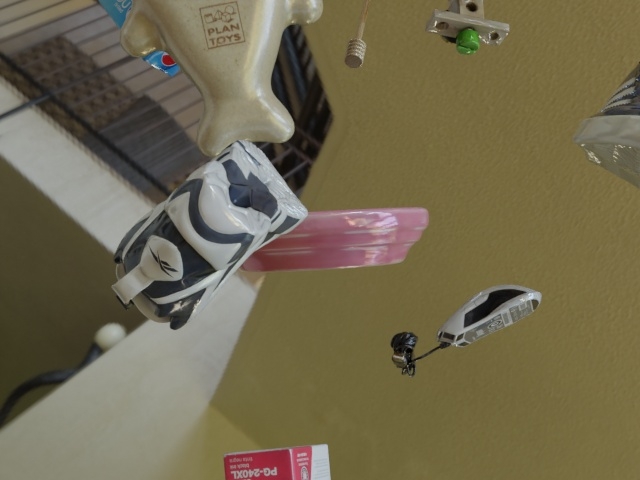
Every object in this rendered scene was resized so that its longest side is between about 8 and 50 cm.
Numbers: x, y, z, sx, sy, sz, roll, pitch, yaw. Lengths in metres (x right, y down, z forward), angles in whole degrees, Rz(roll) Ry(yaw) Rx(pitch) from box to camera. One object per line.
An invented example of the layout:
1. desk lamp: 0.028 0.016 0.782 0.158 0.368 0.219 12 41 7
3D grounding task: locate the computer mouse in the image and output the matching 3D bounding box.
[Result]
1. computer mouse: 0.169 0.098 1.010 0.042 0.193 0.106 65 4 28

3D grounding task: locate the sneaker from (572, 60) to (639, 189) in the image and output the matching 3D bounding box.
1. sneaker: 0.338 -0.127 0.829 0.131 0.350 0.148 32 -78 8

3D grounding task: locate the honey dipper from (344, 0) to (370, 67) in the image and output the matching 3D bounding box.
1. honey dipper: 0.064 -0.337 1.336 0.031 0.160 0.030 8 -34 6

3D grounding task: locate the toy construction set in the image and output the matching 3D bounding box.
1. toy construction set: 0.213 -0.423 1.248 0.309 0.237 0.258 22 -23 -37

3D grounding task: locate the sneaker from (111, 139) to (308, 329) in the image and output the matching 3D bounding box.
1. sneaker: -0.103 0.000 0.722 0.153 0.235 0.094 -37 -82 14

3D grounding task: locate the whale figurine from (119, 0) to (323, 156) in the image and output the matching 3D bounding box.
1. whale figurine: -0.104 -0.226 0.911 0.141 0.216 0.271 165 -89 -85

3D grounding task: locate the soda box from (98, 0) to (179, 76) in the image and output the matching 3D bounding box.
1. soda box: -0.266 -0.339 1.243 0.067 0.071 0.210 -43 -114 13

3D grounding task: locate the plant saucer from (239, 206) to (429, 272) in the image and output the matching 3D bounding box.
1. plant saucer: 0.000 0.000 1.291 0.332 0.332 0.084 -4 -90 43

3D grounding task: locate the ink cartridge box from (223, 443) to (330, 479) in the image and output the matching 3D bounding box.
1. ink cartridge box: -0.029 0.249 0.702 0.063 0.109 0.150 -9 -104 14
